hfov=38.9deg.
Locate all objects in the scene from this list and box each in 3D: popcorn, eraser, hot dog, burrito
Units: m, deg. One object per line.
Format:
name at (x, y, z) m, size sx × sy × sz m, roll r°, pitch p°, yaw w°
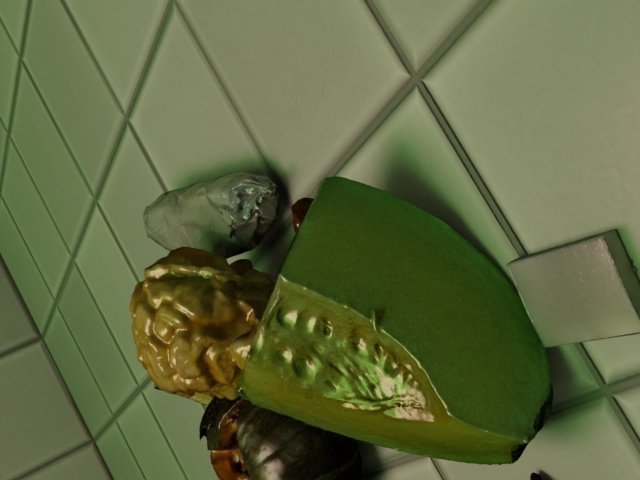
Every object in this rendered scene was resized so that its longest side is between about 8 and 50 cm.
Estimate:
popcorn at (-0.132, 0.140, 1.376) m, size 0.332 × 0.265 × 0.225 m, roll 13°, pitch 89°, yaw 30°
eraser at (0.263, 0.054, 0.925) m, size 0.150 × 0.023 × 0.103 m, roll -24°, pitch 90°, yaw 61°
hot dog at (-0.001, 0.002, 1.272) m, size 0.099 × 0.065 × 0.147 m, roll 41°, pitch 154°, yaw 35°
burrito at (-0.171, -0.035, 1.482) m, size 0.445 × 0.101 × 0.139 m, roll -10°, pitch 111°, yaw 59°

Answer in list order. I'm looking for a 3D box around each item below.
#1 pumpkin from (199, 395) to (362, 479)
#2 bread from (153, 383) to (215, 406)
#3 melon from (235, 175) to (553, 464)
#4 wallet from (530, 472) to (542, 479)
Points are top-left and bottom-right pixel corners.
pumpkin at (-0.061, 0.359, 1.505) m, size 0.320 × 0.192 × 0.320 m, roll 41°, pitch 143°, yaw 40°
bread at (-0.220, 0.266, 1.791) m, size 0.266 × 0.178 × 0.141 m, roll -34°, pitch 50°, yaw 58°
melon at (0.088, 0.134, 1.058) m, size 0.344 × 0.226 × 0.331 m, roll 27°, pitch 103°, yaw 4°
wallet at (0.276, 0.413, 1.122) m, size 0.124 × 0.025 × 0.244 m, roll -101°, pitch 4°, yaw -57°
